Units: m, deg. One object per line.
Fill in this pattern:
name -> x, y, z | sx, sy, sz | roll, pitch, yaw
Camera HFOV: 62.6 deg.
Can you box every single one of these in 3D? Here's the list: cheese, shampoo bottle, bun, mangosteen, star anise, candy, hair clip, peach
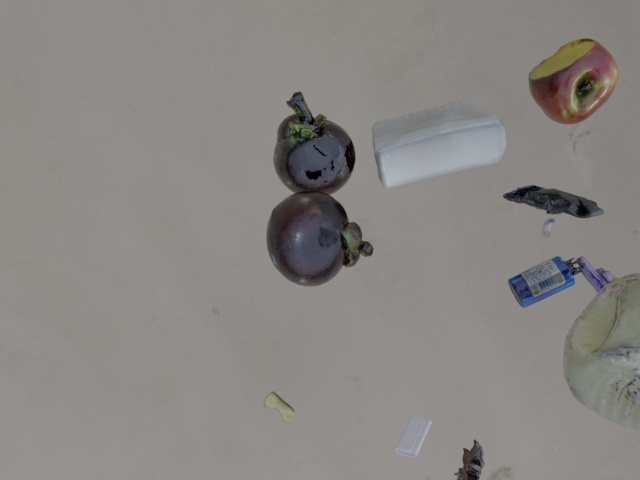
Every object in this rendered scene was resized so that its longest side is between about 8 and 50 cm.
cheese -> -0.101, 0.407, 1.282 | 0.083, 0.030, 0.044 | 42, 65, 3
shampoo bottle -> 0.597, 0.102, 1.392 | 0.182, 0.050, 0.087 | -26, 73, 4
bun -> 0.428, 0.136, 0.615 | 0.272, 0.272, 0.169 | 37, 58, -20
mangosteen -> -0.010, -0.006, 1.146 | 0.215, 0.216, 0.216 | -4, 109, -11
mangosteen -> -0.027, -0.252, 1.408 | 0.231, 0.231, 0.289 | -24, 137, -3
star anise -> 0.350, 0.531, 1.226 | 0.042, 0.141, 0.141 | 22, 103, 6
candy -> 0.331, -0.283, 1.532 | 0.358, 0.208, 0.145 | -13, 123, 7
hair clip -> 0.771, 0.158, 1.375 | 0.090, 0.137, 0.279 | -27, 77, 19
peach -> 0.785, -0.501, 1.668 | 0.248, 0.275, 0.246 | -6, 125, 9

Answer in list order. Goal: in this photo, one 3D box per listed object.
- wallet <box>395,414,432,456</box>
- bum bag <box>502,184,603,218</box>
wallet -> 0.245, 0.512, 1.381 | 0.061, 0.122, 0.025 | 2, 118, 31
bum bag -> 0.747, -0.124, 1.696 | 0.137, 0.309, 0.075 | -27, 127, -44
